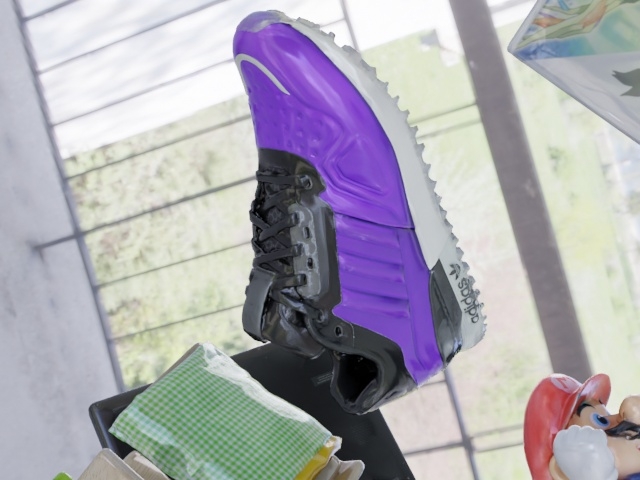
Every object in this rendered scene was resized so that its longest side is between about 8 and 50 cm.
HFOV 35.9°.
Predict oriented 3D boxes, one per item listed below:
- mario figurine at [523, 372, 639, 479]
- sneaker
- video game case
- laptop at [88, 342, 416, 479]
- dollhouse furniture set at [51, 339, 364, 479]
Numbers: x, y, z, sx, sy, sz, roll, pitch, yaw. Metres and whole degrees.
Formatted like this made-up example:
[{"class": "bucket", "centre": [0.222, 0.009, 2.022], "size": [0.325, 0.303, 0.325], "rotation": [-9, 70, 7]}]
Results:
[{"class": "mario figurine", "centre": [0.336, 0.237, 0.959], "size": [0.320, 0.170, 0.198], "rotation": [45, -15, 31]}, {"class": "sneaker", "centre": [0.001, 0.000, 0.644], "size": [0.102, 0.146, 0.293], "rotation": [21, -35, 58]}, {"class": "video game case", "centre": [0.407, -0.261, 1.054], "size": [0.300, 0.329, 0.036], "rotation": [41, 26, 19]}, {"class": "laptop", "centre": [-0.087, 0.386, 1.369], "size": [0.382, 0.236, 0.408], "rotation": [-16, 68, -30]}, {"class": "dollhouse furniture set", "centre": [-0.060, 0.170, 0.791], "size": [0.197, 0.151, 0.301], "rotation": [41, 31, 2]}]
